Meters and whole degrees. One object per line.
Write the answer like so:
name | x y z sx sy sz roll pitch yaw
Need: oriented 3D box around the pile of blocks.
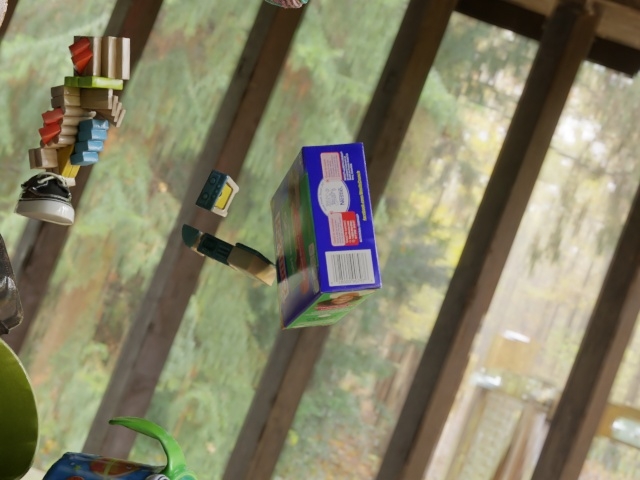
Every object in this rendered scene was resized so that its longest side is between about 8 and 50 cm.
pile of blocks | -0.496 -0.254 2.176 0.149 0.362 0.112 34 22 29

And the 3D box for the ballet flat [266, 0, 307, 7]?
ballet flat | -0.032 -0.406 1.379 0.079 0.221 0.077 13 -8 14

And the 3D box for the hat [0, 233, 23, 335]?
hat | -0.481 0.042 1.443 0.331 0.134 0.331 48 -22 27

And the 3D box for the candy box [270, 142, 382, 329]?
candy box | 0.000 0.000 1.965 0.122 0.268 0.317 -3 -15 -14

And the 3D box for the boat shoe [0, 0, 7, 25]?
boat shoe | -0.490 -0.265 1.437 0.073 0.207 0.073 34 -19 -36

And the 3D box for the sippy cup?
sippy cup | -0.350 0.460 1.783 0.224 0.305 0.240 14 -33 17

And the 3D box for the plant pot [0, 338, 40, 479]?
plant pot | -0.678 0.319 1.818 0.293 0.275 0.275 -21 -18 17

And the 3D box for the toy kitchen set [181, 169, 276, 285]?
toy kitchen set | -0.167 -0.034 2.117 0.207 0.166 0.122 23 -8 24

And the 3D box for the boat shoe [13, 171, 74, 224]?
boat shoe | -0.400 -0.064 1.548 0.077 0.070 0.219 14 -3 -25

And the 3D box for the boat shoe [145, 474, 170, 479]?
boat shoe | -0.129 0.330 1.175 0.083 0.183 0.065 -9 26 24
